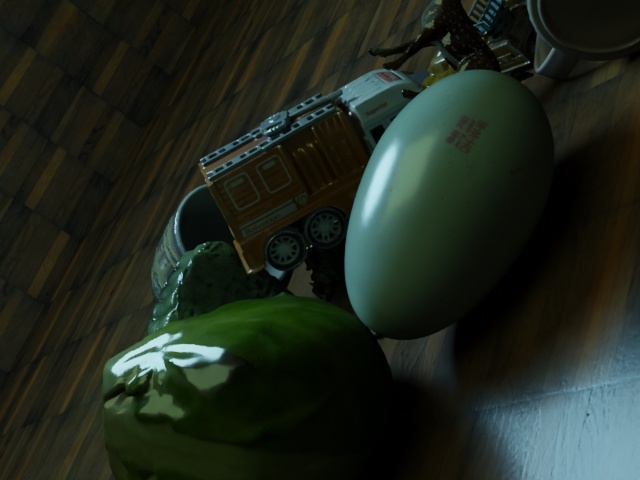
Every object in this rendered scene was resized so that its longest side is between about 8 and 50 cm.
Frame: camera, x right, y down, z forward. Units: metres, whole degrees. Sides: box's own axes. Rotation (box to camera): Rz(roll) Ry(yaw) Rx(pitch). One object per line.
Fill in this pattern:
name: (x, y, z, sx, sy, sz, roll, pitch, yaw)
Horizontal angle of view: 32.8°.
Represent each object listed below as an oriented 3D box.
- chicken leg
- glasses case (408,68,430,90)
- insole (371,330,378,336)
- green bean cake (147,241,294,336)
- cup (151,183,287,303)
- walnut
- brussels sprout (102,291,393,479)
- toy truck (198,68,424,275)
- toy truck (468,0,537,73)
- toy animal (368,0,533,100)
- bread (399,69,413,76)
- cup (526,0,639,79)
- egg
chicken leg: (0.000, 0.000, 1.842, 0.088, 0.103, 0.228, 88, 167, -45)
glasses case: (0.155, -0.218, 1.902, 0.072, 0.042, 0.191, -18, 41, 46)
insole: (0.142, 0.038, 1.595, 0.248, 0.011, 0.081, -55, 21, -4)
green bean cake: (-0.159, 0.134, 1.777, 0.125, 0.227, 0.223, -32, 30, 47)
cup: (-0.197, 0.083, 2.023, 0.257, 0.227, 0.301, -47, 49, 52)
walnut: (0.245, -0.303, 1.807, 0.170, 0.069, 0.143, -25, 34, 57)
brussels sprout: (-0.089, 0.214, 1.379, 0.371, 0.276, 0.315, -12, 32, -11)
toy truck: (0.009, -0.124, 1.714, 0.387, 0.207, 0.173, -29, 23, -2)
toy truck: (0.306, -0.363, 1.709, 0.080, 0.115, 0.178, -12, 45, 59)
toy animal: (0.203, -0.317, 1.609, 0.260, 0.244, 0.087, -33, 4, 1)
bread: (0.140, -0.260, 2.028, 0.084, 0.080, 0.109, -32, 66, 44)
cup: (0.361, -0.386, 1.509, 0.288, 0.208, 0.273, -36, 29, 35)
egg: (0.160, -0.044, 1.388, 0.371, 0.230, 0.230, -63, 23, -7)
